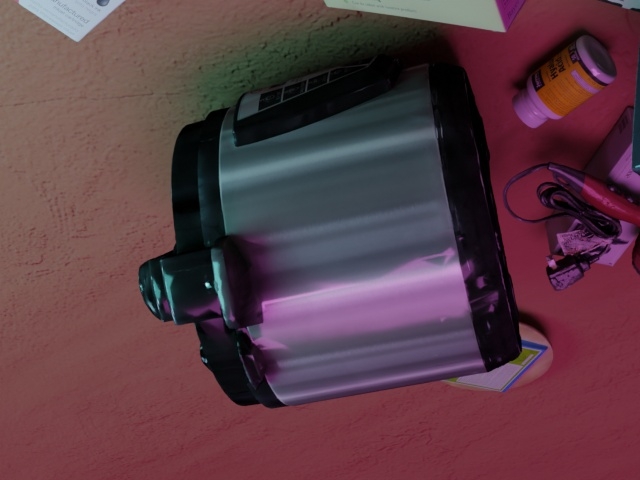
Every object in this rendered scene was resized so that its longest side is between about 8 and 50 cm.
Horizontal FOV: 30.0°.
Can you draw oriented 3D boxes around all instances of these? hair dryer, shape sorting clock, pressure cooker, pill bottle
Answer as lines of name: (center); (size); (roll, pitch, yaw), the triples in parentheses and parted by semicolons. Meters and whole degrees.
hair dryer: (0.395, -0.024, 1.495); (0.293, 0.080, 0.224); (-16, 137, 18)
shape sorting clock: (0.259, 0.177, 1.865); (0.206, 0.040, 0.206); (0, 144, 0)
pressure cooker: (0.001, 0.006, 1.382); (0.420, 0.376, 0.370); (-12, 143, 11)
pill bottle: (0.284, -0.183, 1.403); (0.065, 0.065, 0.116); (27, 132, -31)

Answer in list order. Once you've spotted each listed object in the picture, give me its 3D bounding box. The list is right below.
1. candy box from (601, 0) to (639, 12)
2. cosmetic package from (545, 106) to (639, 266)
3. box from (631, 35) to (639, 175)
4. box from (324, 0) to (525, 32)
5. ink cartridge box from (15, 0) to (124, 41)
candy box: (0.413, -0.304, 1.254); (0.233, 0.071, 0.159); (12, 140, -15)
cosmetic package: (0.391, -0.064, 1.559); (0.098, 0.060, 0.239); (9, 140, -14)
box: (0.546, -0.115, 1.242); (0.293, 0.212, 0.395); (-6, 157, 40)
box: (0.075, -0.329, 1.101); (0.213, 0.117, 0.243); (16, 153, 35)
ink cartridge box: (-0.233, -0.322, 1.191); (0.218, 0.092, 0.158); (-34, 132, 31)
